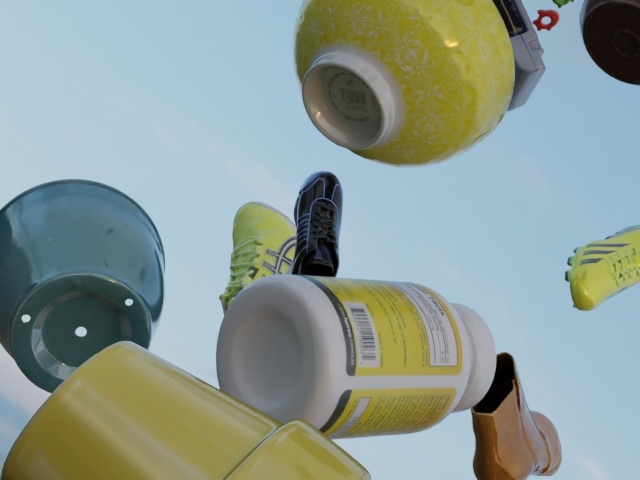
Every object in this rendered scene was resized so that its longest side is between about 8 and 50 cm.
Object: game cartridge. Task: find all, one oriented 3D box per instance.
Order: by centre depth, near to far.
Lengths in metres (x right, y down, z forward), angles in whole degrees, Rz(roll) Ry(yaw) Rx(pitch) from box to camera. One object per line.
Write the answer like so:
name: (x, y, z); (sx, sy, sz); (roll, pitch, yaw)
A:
game cartridge: (0.235, -0.342, 1.789); (0.196, 0.060, 0.294); (87, -19, -77)

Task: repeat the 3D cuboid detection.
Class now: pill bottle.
pill bottle: (0.055, 0.139, 1.449); (0.334, 0.188, 0.188); (6, 12, -46)

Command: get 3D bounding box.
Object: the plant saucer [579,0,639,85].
plant saucer: (0.425, -0.276, 1.675); (0.168, 0.029, 0.168); (28, -36, 23)

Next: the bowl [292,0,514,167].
bowl: (0.068, -0.192, 1.444); (0.289, 0.156, 0.289); (23, -45, 25)

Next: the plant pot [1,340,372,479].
plant pot: (-0.125, 0.219, 1.021); (0.239, 0.254, 0.254); (39, -18, 11)

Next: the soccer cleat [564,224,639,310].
soccer cleat: (0.487, 0.037, 1.955); (0.121, 0.289, 0.093); (-4, -76, 38)

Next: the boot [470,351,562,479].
boot: (0.277, 0.249, 1.739); (0.104, 0.295, 0.211); (-2, -68, 20)

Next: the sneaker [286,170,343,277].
sneaker: (0.000, 0.000, 1.860); (0.081, 0.232, 0.090); (15, -13, -21)

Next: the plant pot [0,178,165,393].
plant pot: (-0.334, 0.083, 1.684); (0.271, 0.271, 0.255); (49, 3, -25)

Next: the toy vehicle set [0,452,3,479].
toy vehicle set: (-0.392, 0.187, 1.148); (0.267, 0.166, 0.035); (63, -1, 38)

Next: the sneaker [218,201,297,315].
sneaker: (-0.101, 0.080, 2.146); (0.147, 0.145, 0.384); (31, 36, -45)

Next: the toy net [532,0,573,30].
toy net: (0.317, -0.370, 2.052); (0.122, 0.045, 0.232); (34, -58, -12)
